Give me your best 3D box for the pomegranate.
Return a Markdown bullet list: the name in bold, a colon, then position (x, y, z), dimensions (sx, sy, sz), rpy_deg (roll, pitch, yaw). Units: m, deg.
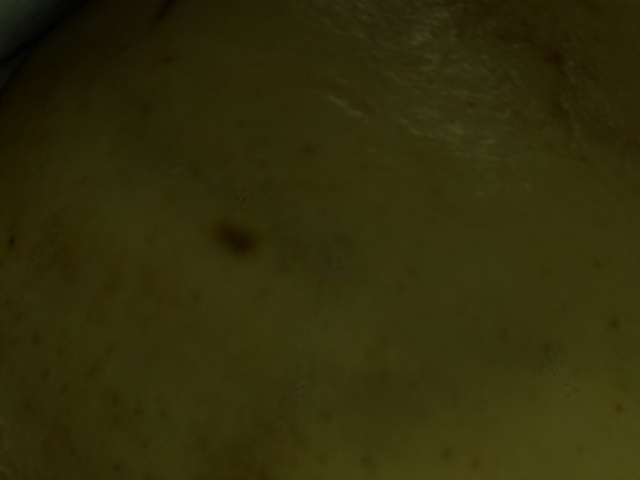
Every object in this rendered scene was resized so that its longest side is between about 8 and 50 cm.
- **pomegranate**: position (0.030, 0.047, 0.635), dimensions (0.332, 0.332, 0.332), rpy_deg (-46, 179, -1)
